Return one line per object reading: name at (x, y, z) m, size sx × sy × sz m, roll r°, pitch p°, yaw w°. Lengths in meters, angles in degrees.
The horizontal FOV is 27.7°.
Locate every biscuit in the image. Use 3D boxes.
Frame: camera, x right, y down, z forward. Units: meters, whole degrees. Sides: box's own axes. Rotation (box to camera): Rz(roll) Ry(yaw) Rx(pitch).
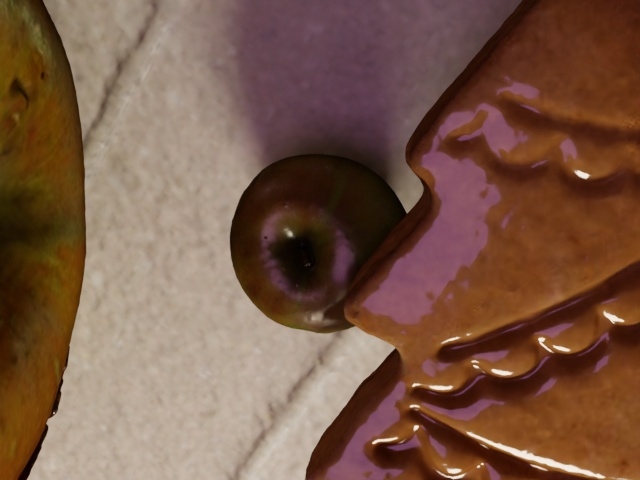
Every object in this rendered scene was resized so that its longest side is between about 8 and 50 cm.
biscuit at (0.124, 0.025, 0.584) m, size 0.283 × 0.043 × 0.306 m, roll -8°, pitch 109°, yaw -2°

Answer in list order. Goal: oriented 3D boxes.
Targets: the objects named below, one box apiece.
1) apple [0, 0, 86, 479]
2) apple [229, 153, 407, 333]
apple at (-0.291, -0.010, 0.547) m, size 0.374 × 0.374 × 0.384 m, roll 2°, pitch 111°, yaw 15°
apple at (0.000, 0.000, 0.630) m, size 0.089 × 0.074 × 0.090 m, roll 6°, pitch 116°, yaw 13°
